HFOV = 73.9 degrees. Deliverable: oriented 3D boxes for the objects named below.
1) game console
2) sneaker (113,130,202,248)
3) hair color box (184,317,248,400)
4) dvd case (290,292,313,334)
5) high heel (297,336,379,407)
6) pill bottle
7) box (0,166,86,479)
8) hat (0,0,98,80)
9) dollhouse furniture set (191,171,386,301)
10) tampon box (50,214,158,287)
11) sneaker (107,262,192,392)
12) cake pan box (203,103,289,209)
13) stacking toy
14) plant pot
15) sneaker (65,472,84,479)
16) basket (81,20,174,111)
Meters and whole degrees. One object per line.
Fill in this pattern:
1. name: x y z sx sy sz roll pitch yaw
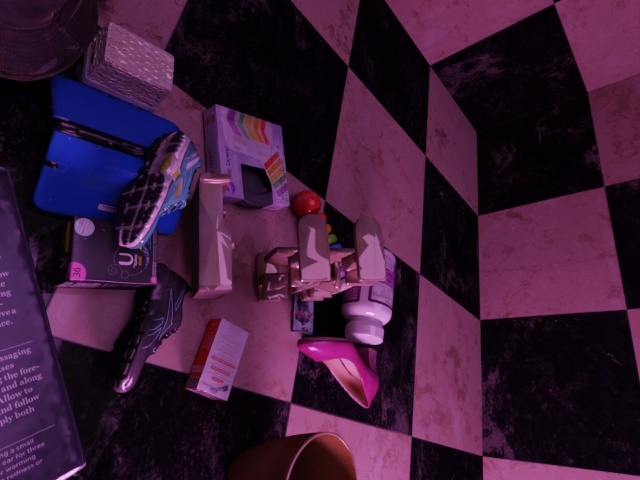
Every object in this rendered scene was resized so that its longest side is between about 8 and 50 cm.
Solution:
1. game console: -0.444 -0.175 0.926 0.293 0.173 0.251 15 99 -47
2. sneaker: -0.310 -0.095 0.854 0.110 0.106 0.276 58 41 -48
3. hair color box: -0.242 0.280 1.006 0.093 0.053 0.167 41 49 -36
4. dvd case: -0.053 0.220 1.280 0.087 0.013 0.120 22 63 -45
5. high heel: 0.062 0.397 1.279 0.377 0.127 0.182 26 62 -41
6. pill bottle: 0.158 0.184 1.421 0.169 0.169 0.302 34 55 -39
7. box: -0.508 0.139 0.543 0.211 0.293 0.396 -15 90 -51
8. hat: -0.484 -0.434 0.684 0.331 0.133 0.332 -3 94 -57
9. dollhouse furniture set: -0.103 0.002 1.035 0.393 0.362 0.257 2 75 -22
10. tampon box: -0.418 0.030 0.833 0.160 0.101 0.121 10 71 -48
11. sneaker: -0.342 0.181 0.880 0.106 0.101 0.268 39 52 -39
12. cake pan box: -0.204 -0.218 1.194 0.245 0.070 0.267 5 75 -47
13. stacking toy: 0.000 0.000 1.326 0.141 0.141 0.331 -19 90 -51
14. plant pot: -0.085 0.546 0.953 0.237 0.254 0.238 18 66 -45
15. sneaker: -0.427 0.422 0.701 0.281 0.105 0.116 23 62 -44
16. basket: -0.424 -0.385 0.952 0.167 0.103 0.114 15 67 -46
